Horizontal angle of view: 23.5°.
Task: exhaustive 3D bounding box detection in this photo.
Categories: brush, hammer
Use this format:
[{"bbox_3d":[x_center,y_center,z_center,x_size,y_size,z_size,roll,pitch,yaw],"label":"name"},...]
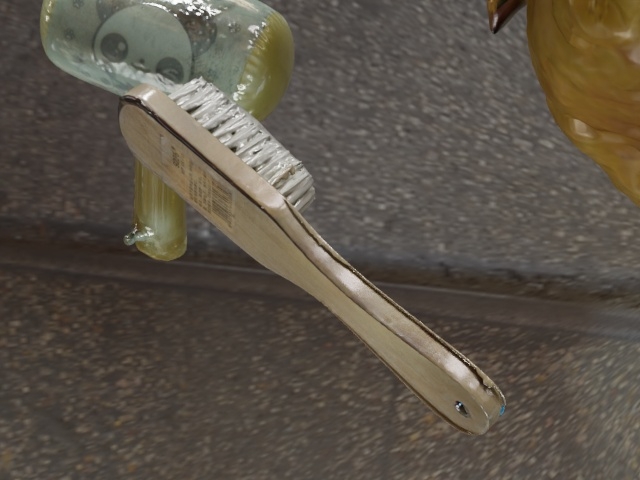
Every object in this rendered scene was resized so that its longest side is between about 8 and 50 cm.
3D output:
[{"bbox_3d":[0.000,0.000,1.006,0.327,0.070,0.065,41,60,15],"label":"brush"},{"bbox_3d":[-0.134,-0.091,1.274,0.202,0.113,0.305,24,138,11],"label":"hammer"}]

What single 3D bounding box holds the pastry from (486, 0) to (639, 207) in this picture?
[{"bbox_3d":[0.227,-0.060,0.524,0.356,0.356,0.164,27,72,15],"label":"pastry"}]
